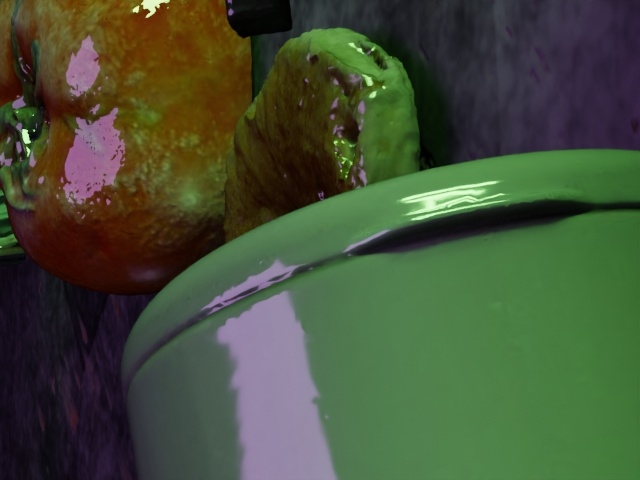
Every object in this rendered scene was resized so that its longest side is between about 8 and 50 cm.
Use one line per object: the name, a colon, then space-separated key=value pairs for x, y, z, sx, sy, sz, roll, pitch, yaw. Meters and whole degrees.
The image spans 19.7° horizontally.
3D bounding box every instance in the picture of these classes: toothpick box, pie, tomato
toothpick box: x=0.056 y=0.155 z=0.526 sx=0.229 sy=0.229 sz=0.316 roll=133 pitch=131 yaw=-57
pie: x=0.000 y=0.000 z=0.864 sx=0.195 sy=0.046 sz=0.195 roll=179 pitch=90 yaw=-67
tomato: x=-0.130 y=-0.074 z=1.054 sx=0.237 sy=0.095 sz=0.236 roll=-2 pitch=88 yaw=58

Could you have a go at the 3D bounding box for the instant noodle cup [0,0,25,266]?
instant noodle cup: x=-0.289 y=-0.134 z=1.290 sx=0.302 sy=0.258 sz=0.181 roll=30 pitch=110 yaw=16

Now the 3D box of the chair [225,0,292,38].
chair: x=0.023 y=-0.297 z=0.529 sx=0.240 sy=0.203 sz=0.416 roll=34 pitch=-130 yaw=-76
